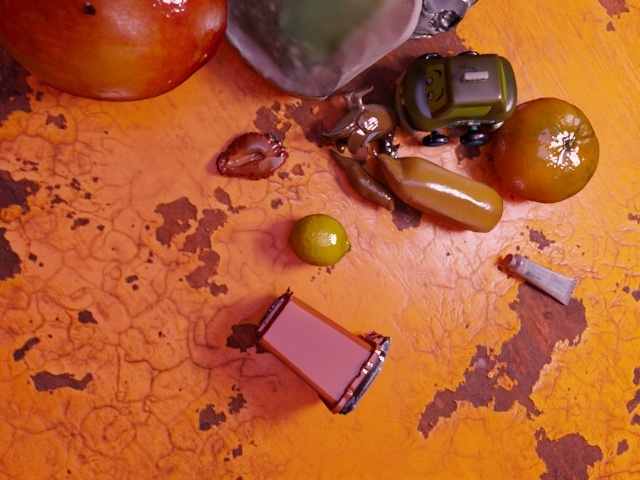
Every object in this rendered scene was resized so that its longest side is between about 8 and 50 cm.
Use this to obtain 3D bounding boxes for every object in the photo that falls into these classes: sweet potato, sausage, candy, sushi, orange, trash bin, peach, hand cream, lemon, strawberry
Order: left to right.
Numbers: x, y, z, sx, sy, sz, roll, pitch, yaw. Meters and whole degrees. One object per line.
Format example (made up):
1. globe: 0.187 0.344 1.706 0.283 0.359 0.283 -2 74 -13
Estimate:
1. peach: -0.342 -0.414 0.897 0.389 0.388 0.388 0 91 -14
2. strawberry: -0.137 -0.170 1.110 0.152 0.048 0.103 -24 93 -16
3. candy: -0.036 -0.470 0.995 0.427 0.386 0.186 38 42 -9
4. lemon: 0.000 0.000 1.115 0.133 0.109 0.109 9 88 0
5. trash bin: 0.001 0.206 1.095 0.239 0.161 0.184 40 81 -8
6. sweet potato: 0.087 -0.131 1.167 0.195 0.056 0.056 44 80 -5
7. sausage: 0.242 -0.112 1.174 0.328 0.112 0.112 21 85 -16
8. sushi: 0.299 -0.559 1.173 0.124 0.130 0.332 39 82 -11
9. hand cream: 0.521 0.084 1.286 0.210 0.043 0.067 26 86 -19
10. orange: 0.502 -0.198 1.208 0.240 0.171 0.240 0 91 -15

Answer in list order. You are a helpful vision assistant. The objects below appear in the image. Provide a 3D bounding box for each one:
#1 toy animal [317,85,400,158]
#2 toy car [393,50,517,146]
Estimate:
1. toy animal: 0.086 -0.224 1.152 0.188 0.089 0.179 -28 112 -18
2. toy car: 0.284 -0.309 1.123 0.248 0.198 0.204 -4 88 0
